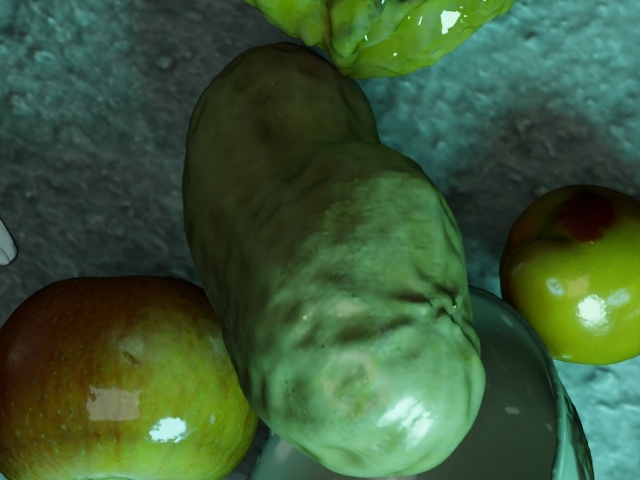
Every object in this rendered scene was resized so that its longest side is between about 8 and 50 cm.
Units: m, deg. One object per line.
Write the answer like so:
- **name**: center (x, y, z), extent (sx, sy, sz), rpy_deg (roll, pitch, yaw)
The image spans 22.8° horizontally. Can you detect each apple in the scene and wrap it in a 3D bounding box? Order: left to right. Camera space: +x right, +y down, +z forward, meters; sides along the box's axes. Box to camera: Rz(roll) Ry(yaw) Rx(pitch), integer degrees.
- **apple**: center (-0.153, 0.110, 1.220), extent (0.235, 0.210, 0.173), rpy_deg (-13, 68, 32)

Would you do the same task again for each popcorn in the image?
- **popcorn**: center (0.042, -0.234, 1.146), extent (0.250, 0.190, 0.250), rpy_deg (2, 104, 9)

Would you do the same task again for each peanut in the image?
- **peanut**: center (0.000, 0.000, 1.135), extent (0.192, 0.170, 0.387), rpy_deg (-62, 38, 34)

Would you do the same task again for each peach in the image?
- **peach**: center (0.202, 0.027, 1.166), extent (0.138, 0.138, 0.138), rpy_deg (1, 96, 13)

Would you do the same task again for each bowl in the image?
- **bowl**: center (0.094, 0.215, 1.175), extent (0.157, 0.337, 0.337), rpy_deg (31, 106, -32)

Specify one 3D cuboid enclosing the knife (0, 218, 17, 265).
- **knife**: center (-0.401, -0.071, 1.356), extent (0.331, 0.044, 0.080), rpy_deg (21, 91, 4)
